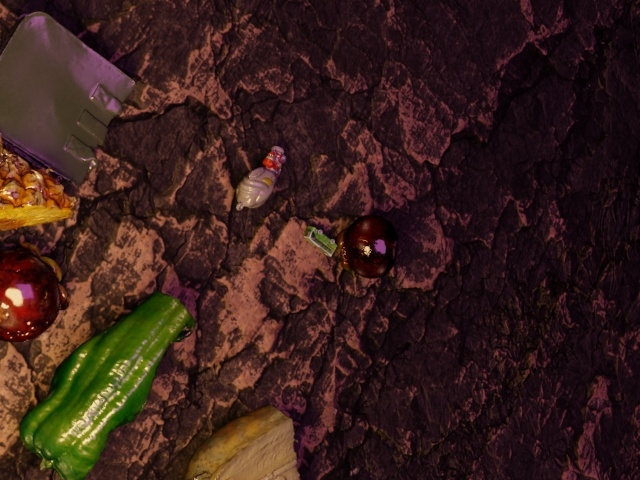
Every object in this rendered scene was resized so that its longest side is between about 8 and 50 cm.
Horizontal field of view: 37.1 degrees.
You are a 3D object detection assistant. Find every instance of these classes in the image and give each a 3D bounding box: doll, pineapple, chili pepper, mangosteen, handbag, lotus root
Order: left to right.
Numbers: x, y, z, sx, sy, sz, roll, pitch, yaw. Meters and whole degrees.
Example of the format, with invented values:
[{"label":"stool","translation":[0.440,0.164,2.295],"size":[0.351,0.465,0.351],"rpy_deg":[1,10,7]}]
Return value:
[{"label":"mangosteen","translation":[-0.531,0.090,1.701],"size":[0.166,0.166,0.180],"rpy_deg":[65,32,-19]},{"label":"pineapple","translation":[-0.510,-0.108,1.662],"size":[0.250,0.140,0.164],"rpy_deg":[46,38,-72]},{"label":"handbag","translation":[-0.495,-0.261,1.767],"size":[0.260,0.079,0.247],"rpy_deg":[38,69,-33]},{"label":"chili pepper","translation":[-0.400,0.259,1.770],"size":[0.167,0.213,0.385],"rpy_deg":[45,69,-15]},{"label":"lotus root","translation":[-0.183,0.504,1.981],"size":[0.260,0.149,0.267],"rpy_deg":[-25,124,-31]},{"label":"doll","translation":[-0.128,-0.132,2.063],"size":[0.180,0.079,0.094],"rpy_deg":[-57,153,-29]},{"label":"mangosteen","translation":[0.107,0.014,2.210],"size":[0.152,0.152,0.152],"rpy_deg":[0,91,-38]}]

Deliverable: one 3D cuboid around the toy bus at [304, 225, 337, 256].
[{"label":"toy bus","translation":[0.000,0.000,2.186],"size":[0.083,0.031,0.037],"rpy_deg":[37,78,-32]}]
